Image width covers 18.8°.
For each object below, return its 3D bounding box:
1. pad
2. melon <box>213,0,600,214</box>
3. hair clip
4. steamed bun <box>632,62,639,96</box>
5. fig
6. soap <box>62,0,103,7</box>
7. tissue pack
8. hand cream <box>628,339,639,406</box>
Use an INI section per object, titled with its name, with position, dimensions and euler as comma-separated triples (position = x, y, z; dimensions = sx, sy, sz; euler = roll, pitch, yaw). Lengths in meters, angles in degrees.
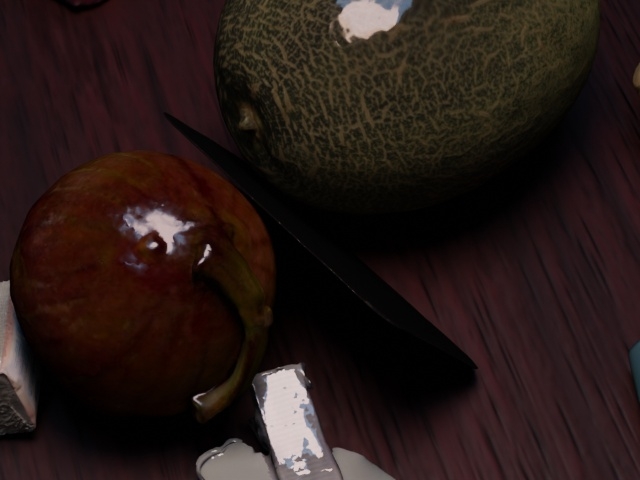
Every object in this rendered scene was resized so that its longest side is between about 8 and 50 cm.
[pad]
position = 0.000, 0.000, 1.424
dimensions = 0.267, 0.181, 0.004
euler = 42, 97, 31
[melon]
position = 0.069, -0.152, 1.498
dimensions = 0.329, 0.249, 0.248
euler = -26, 53, -30
[hair clip]
position = -0.004, 0.187, 1.325
dimensions = 0.140, 0.054, 0.220
euler = -11, 52, -16
[steamed bun]
position = 0.332, -0.139, 1.559
dimensions = 0.155, 0.141, 0.172
euler = 7, 52, 11
[fig]
position = -0.112, 0.031, 1.365
dimensions = 0.205, 0.205, 0.205
euler = 0, 48, 0
[soap]
position = -0.272, -0.380, 1.777
dimensions = 0.359, 0.128, 0.233
euler = 31, 58, 25
[tissue pack]
position = -0.234, 0.084, 1.395
dimensions = 0.058, 0.074, 0.094
euler = -11, 44, 11
[hand cream]
position = 0.271, 0.150, 1.369
dimensions = 0.083, 0.048, 0.224
euler = -9, 55, -8
